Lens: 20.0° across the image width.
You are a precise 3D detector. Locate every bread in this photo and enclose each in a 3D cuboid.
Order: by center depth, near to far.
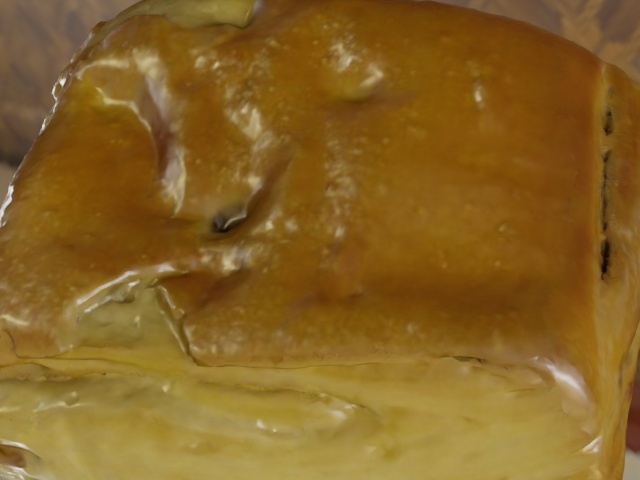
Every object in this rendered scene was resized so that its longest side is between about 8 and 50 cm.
[{"bbox_3d":[0.000,0.000,0.642,0.235,0.210,0.099,6,142,11],"label":"bread"}]
